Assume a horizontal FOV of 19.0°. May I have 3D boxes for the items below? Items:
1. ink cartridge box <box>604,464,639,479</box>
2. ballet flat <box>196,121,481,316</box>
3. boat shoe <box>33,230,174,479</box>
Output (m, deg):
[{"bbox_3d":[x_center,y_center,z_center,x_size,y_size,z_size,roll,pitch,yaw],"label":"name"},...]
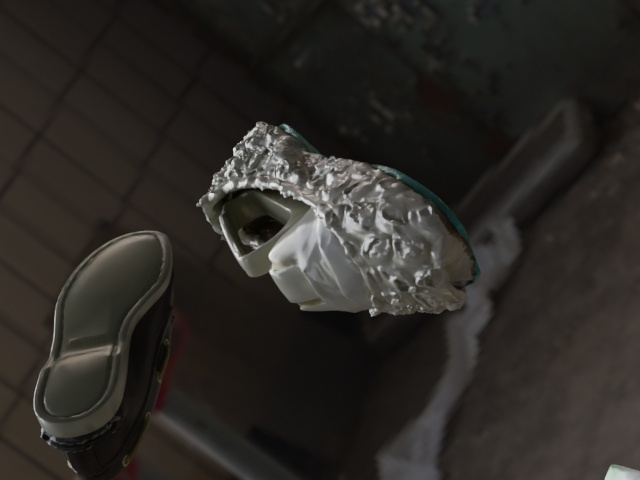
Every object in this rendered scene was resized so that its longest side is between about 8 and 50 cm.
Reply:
[{"bbox_3d":[0.285,0.294,1.614,0.181,0.056,0.224,-67,17,-7],"label":"ink cartridge box"},{"bbox_3d":[0.000,0.000,1.674,0.147,0.147,0.409,-53,25,-3],"label":"ballet flat"},{"bbox_3d":[-0.147,0.079,1.357,0.081,0.069,0.228,-8,34,16],"label":"boat shoe"}]
